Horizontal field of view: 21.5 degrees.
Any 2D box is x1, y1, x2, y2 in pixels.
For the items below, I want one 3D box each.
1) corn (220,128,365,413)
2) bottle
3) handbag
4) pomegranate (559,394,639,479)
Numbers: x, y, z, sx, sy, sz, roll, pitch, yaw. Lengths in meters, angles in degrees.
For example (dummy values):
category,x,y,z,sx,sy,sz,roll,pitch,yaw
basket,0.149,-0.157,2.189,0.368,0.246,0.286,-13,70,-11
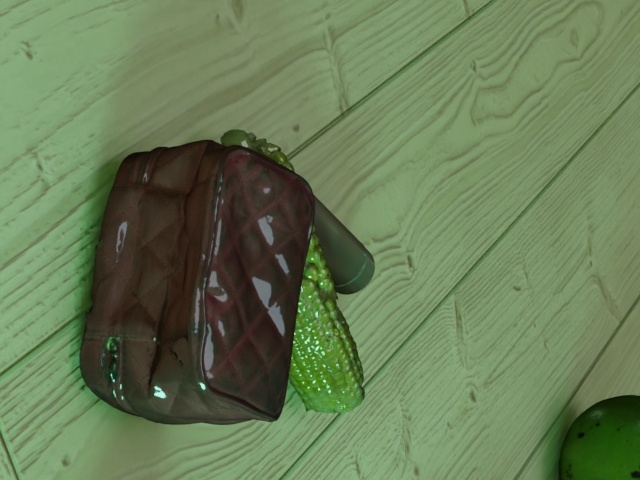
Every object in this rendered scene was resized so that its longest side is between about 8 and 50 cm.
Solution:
category,x,y,z,sx,sy,sz,roll,pitch,yaw
corn,-0.028,0.033,1.500,0.086,0.086,0.288,-55,130,-49
bottle,0.000,0.000,1.586,0.140,0.053,0.053,44,47,-46
handbag,-0.099,0.035,1.338,0.146,0.135,0.225,30,62,-54
pomegranate,0.394,0.280,2.039,0.180,0.209,0.180,-8,101,-48
